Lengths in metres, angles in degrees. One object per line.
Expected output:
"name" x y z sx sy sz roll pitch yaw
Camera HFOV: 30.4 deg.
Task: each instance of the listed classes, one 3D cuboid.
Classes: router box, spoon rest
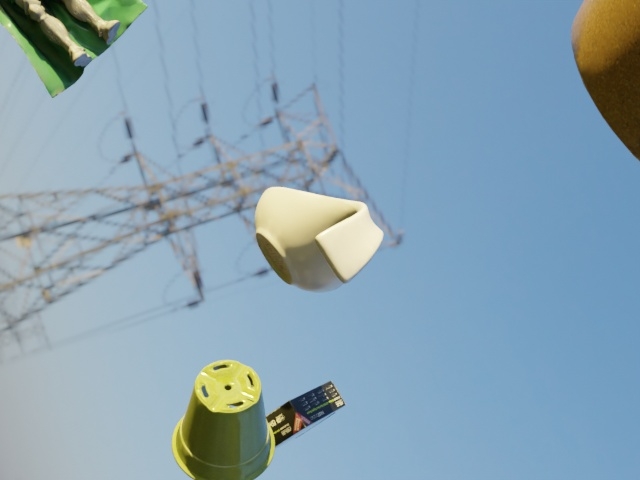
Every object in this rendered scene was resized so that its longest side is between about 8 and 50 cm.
"router box" -0.035 0.217 1.413 0.092 0.122 0.038 -36 -100 24
"spoon rest" 0.000 0.000 1.264 0.137 0.084 0.276 59 -14 -10

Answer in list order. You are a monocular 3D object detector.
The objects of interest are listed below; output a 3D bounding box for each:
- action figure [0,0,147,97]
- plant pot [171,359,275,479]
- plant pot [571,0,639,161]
"action figure" -0.308 -0.273 1.196 0.232 0.137 0.063 42 -15 3
"plant pot" -0.074 0.137 0.922 0.083 0.083 0.079 56 -29 35
"plant pot" 0.240 -0.133 0.509 0.254 0.237 0.237 -39 -111 39
